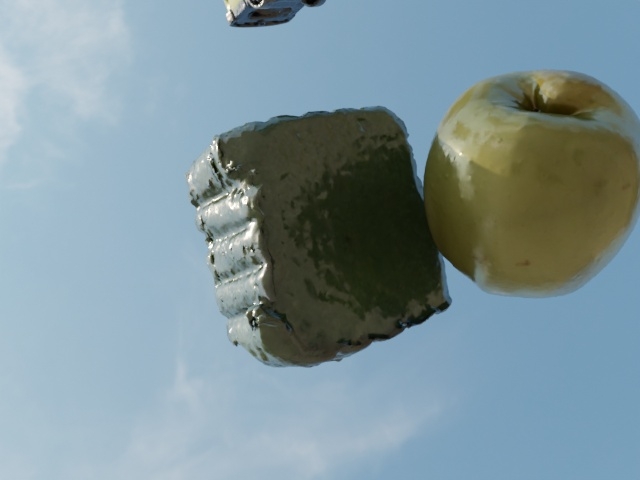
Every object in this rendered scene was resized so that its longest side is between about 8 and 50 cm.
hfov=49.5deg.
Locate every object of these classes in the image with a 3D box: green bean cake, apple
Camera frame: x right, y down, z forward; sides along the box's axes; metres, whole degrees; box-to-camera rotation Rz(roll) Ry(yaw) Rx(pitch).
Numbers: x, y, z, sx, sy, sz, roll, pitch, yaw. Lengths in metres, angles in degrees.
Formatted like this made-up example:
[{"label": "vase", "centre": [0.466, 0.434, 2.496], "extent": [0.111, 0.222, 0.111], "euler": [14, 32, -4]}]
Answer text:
[{"label": "green bean cake", "centre": [0.000, 0.000, 0.649], "extent": [0.223, 0.125, 0.227], "euler": [-13, -99, -36]}, {"label": "apple", "centre": [0.179, -0.048, 0.595], "extent": [0.200, 0.200, 0.199], "euler": [-2, -71, -6]}]

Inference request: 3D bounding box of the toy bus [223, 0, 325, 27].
[{"label": "toy bus", "centre": [-0.040, -0.443, 0.998], "extent": [0.138, 0.288, 0.175], "euler": [-20, -92, -41]}]
